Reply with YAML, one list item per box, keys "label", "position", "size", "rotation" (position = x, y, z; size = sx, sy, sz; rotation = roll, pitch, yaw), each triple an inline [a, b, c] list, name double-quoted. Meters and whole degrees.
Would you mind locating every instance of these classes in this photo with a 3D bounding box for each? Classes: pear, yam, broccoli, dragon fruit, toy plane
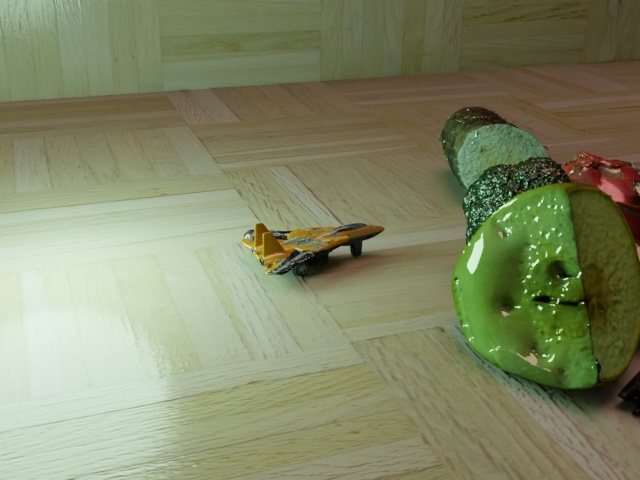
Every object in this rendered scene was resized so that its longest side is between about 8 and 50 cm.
- label: "pear"
  position: [0.387, 0.083, 1.434]
  size: [0.238, 0.343, 0.318]
  rotation: [-4, -4, -44]
- label: "yam"
  position: [0.462, -0.242, 2.204]
  size: [0.240, 0.241, 0.348]
  rotation: [-1, 21, -4]
- label: "broccoli"
  position: [0.436, -0.039, 1.668]
  size: [0.297, 0.298, 0.297]
  rotation: [18, 25, 32]
- label: "dragon fruit"
  position: [0.663, -0.080, 1.851]
  size: [0.305, 0.226, 0.305]
  rotation: [1, 22, -1]
- label: "toy plane"
  position: [-0.001, 0.012, 1.779]
  size: [0.316, 0.103, 0.204]
  rotation: [-3, 26, -26]

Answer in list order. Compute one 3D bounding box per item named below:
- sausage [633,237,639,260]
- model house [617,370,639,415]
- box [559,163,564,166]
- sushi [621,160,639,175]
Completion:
- label: "sausage"
  position: [0.689, 0.137, 1.422]
  size: [0.500, 0.136, 0.123]
  rotation: [32, 37, 29]
- label: "model house"
  position: [0.605, 0.246, 1.282]
  size: [0.203, 0.141, 0.164]
  rotation: [-29, 54, -15]
- label: "box"
  position: [0.694, -0.156, 2.237]
  size: [0.160, 0.042, 0.226]
  rotation: [20, 31, 34]
- label: "sushi"
  position: [0.888, -0.149, 2.132]
  size: [0.332, 0.124, 0.130]
  rotation: [0, 26, -6]
